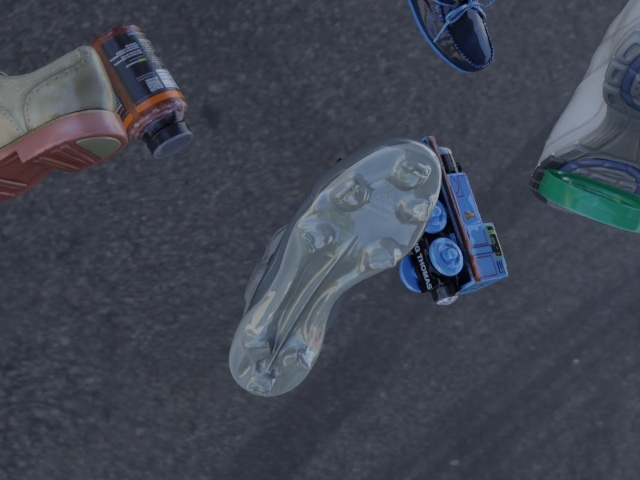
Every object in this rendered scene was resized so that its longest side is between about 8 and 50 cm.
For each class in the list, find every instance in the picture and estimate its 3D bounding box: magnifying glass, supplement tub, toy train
[{"bbox_3d":[0.281,-0.018,1.025,0.231,0.092,0.026,11,106,-27],"label":"magnifying glass"},{"bbox_3d":[-0.271,-0.223,1.876,0.106,0.106,0.198,-23,77,-33],"label":"supplement tub"},{"bbox_3d":[0.125,-0.022,1.316,0.105,0.080,0.184,-8,75,-37],"label":"toy train"}]

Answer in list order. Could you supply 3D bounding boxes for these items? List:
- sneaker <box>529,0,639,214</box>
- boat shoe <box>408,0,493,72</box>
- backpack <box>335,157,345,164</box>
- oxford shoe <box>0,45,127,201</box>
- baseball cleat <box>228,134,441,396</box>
[{"bbox_3d":[0.280,-0.125,1.117,0.111,0.297,0.129,20,55,-4],"label":"sneaker"},{"bbox_3d":[0.175,-0.352,1.744,0.109,0.089,0.258,-47,111,-31],"label":"boat shoe"},{"bbox_3d":[0.106,-0.056,2.014,0.173,0.117,0.158,-4,65,-17],"label":"backpack"},{"bbox_3d":[-0.435,-0.140,1.641,0.140,0.397,0.147,19,57,-67],"label":"oxford shoe"},{"bbox_3d":[0.000,0.000,0.743,0.072,0.206,0.109,27,31,-18],"label":"baseball cleat"}]
